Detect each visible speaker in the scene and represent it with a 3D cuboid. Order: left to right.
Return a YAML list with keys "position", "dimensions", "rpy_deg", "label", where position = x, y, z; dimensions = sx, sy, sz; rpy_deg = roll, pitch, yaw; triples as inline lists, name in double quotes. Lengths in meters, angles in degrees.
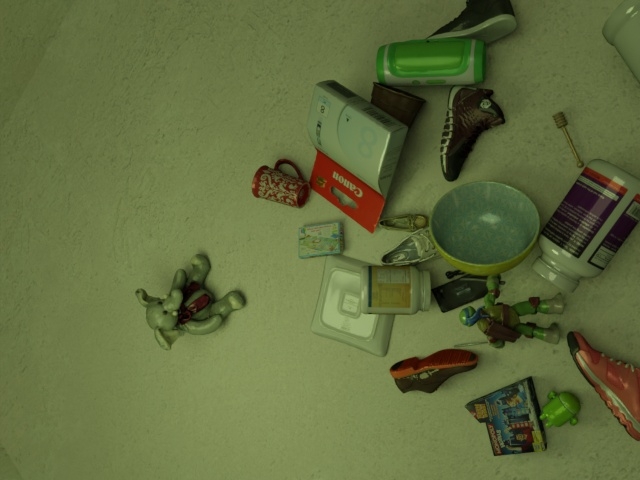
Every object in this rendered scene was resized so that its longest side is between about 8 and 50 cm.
- position: [0.315, -0.504, 1.842]
  dimensions: [0.296, 0.131, 0.131]
  rpy_deg: [3, 91, 19]
  label: "speaker"

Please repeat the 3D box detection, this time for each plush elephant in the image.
- position: [-0.491, 0.231, 2.245]
  dimensions: [0.330, 0.255, 0.272]
  rpy_deg: [-47, 69, 20]
  label: "plush elephant"

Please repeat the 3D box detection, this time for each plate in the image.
- position: [0.103, 0.200, 2.042]
  dimensions: [0.277, 0.045, 0.278]
  rpy_deg: [15, 97, 27]
  label: "plate"

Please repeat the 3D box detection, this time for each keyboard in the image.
- position: [0.413, 0.132, 1.887]
  dimensions: [0.180, 0.023, 0.108]
  rpy_deg: [-27, 83, 25]
  label: "keyboard"

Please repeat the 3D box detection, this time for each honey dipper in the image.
- position: [0.672, -0.271, 1.746]
  dimensions: [0.030, 0.030, 0.161]
  rpy_deg: [-26, 79, 26]
  label: "honey dipper"

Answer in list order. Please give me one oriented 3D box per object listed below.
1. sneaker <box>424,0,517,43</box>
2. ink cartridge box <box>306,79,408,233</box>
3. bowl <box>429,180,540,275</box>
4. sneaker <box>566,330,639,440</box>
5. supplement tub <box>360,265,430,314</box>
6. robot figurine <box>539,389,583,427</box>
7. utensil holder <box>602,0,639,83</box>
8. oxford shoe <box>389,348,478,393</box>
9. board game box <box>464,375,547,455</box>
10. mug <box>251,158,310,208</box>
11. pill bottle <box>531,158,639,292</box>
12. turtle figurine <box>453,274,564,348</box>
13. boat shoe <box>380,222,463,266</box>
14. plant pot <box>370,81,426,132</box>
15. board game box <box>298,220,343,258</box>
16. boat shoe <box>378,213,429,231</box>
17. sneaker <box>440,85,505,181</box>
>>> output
- position: [0.418, -0.631, 1.859]
  dimensions: [0.295, 0.104, 0.147]
  rpy_deg: [-11, 67, 38]
  label: "sneaker"
- position: [0.076, -0.239, 1.942]
  dimensions: [0.308, 0.091, 0.385]
  rpy_deg: [39, 132, 29]
  label: "ink cartridge box"
- position: [0.449, -0.007, 1.772]
  dimensions: [0.289, 0.156, 0.289]
  rpy_deg: [-8, 51, 10]
  label: "bowl"
- position: [0.762, 0.348, 1.660]
  dimensions: [0.136, 0.116, 0.314]
  rpy_deg: [-38, 79, 12]
  label: "sneaker"
- position: [0.216, 0.146, 1.895]
  dimensions: [0.199, 0.144, 0.144]
  rpy_deg: [1, 90, 3]
  label: "supplement tub"
- position: [0.643, 0.452, 1.730]
  dimensions: [0.115, 0.067, 0.101]
  rpy_deg: [-47, 61, 20]
  label: "robot figurine"
- position: [0.894, -0.419, 1.465]
  dimensions: [0.327, 0.327, 0.385]
  rpy_deg: [-33, 77, 24]
  label: "utensil holder"
- position: [0.342, 0.387, 1.896]
  dimensions: [0.271, 0.097, 0.098]
  rpy_deg: [-17, 101, 32]
  label: "oxford shoe"
- position: [0.512, 0.493, 1.806]
  dimensions: [0.194, 0.060, 0.194]
  rpy_deg: [-16, 82, 29]
  label: "board game box"
- position: [-0.123, -0.189, 2.134]
  dimensions: [0.169, 0.113, 0.150]
  rpy_deg: [20, 101, 24]
  label: "mug"
- position: [0.683, -0.034, 1.650]
  dimensions: [0.181, 0.181, 0.323]
  rpy_deg: [38, 107, 24]
  label: "pill bottle"
- position: [0.510, 0.194, 1.777]
  dimensions: [0.266, 0.275, 0.198]
  rpy_deg: [4, 74, 6]
  label: "turtle figurine"
- position: [0.302, 0.016, 1.903]
  dimensions: [0.277, 0.096, 0.098]
  rpy_deg: [-30, 73, 20]
  label: "boat shoe"
- position: [0.209, -0.367, 1.934]
  dimensions: [0.167, 0.167, 0.165]
  rpy_deg: [28, 110, 26]
  label: "plant pot"
- position: [0.000, 0.000, 2.099]
  dimensions: [0.154, 0.026, 0.103]
  rpy_deg: [-8, 74, 29]
  label: "board game box"
- position: [0.253, -0.054, 1.960]
  dimensions: [0.153, 0.048, 0.056]
  rpy_deg: [2, 91, 29]
  label: "boat shoe"
- position: [0.436, -0.303, 1.834]
  dimensions: [0.162, 0.106, 0.281]
  rpy_deg: [7, 92, 25]
  label: "sneaker"
